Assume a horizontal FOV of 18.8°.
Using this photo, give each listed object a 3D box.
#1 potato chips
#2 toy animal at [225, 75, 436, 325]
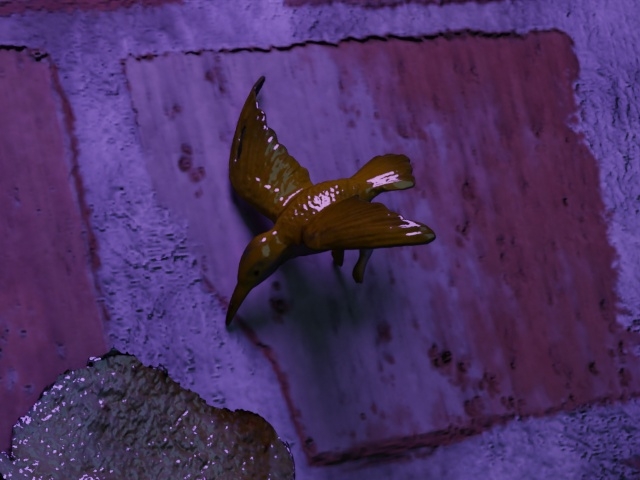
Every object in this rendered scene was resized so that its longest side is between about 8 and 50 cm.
[{"bbox_3d":[-0.110,0.134,1.225,0.209,0.026,0.142,-15,84,-33],"label":"potato chips"},{"bbox_3d":[0.000,0.000,1.306,0.095,0.219,0.155,21,99,-43],"label":"toy animal"}]
